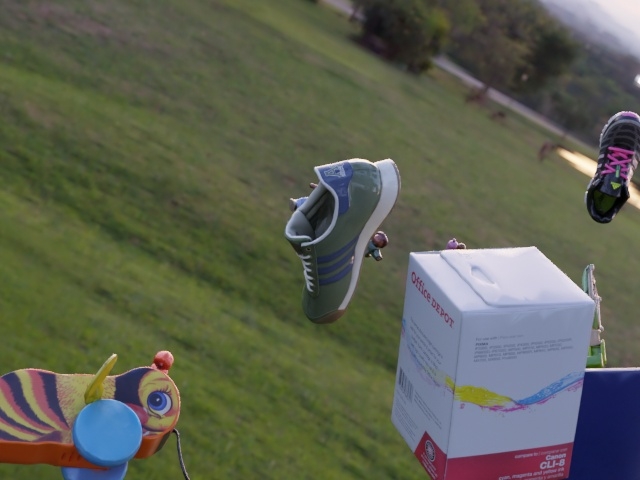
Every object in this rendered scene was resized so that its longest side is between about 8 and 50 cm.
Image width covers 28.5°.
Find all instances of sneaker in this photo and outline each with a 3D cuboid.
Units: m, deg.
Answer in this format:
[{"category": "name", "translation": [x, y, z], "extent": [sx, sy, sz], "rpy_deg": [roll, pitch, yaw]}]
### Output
[{"category": "sneaker", "translation": [0.410, -0.094, 1.751], "extent": [0.063, 0.170, 0.075], "rpy_deg": [14, 31, 1]}, {"category": "sneaker", "translation": [0.000, 0.000, 1.184], "extent": [0.086, 0.192, 0.064], "rpy_deg": [2, 40, -30]}]

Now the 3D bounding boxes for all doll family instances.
[{"category": "doll family", "translation": [0.035, -0.030, 2.035], "extent": [0.111, 0.076, 0.193], "rpy_deg": [-20, 67, -28]}]

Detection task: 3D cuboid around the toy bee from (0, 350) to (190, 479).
[{"category": "toy bee", "translation": [-0.220, 0.189, 1.339], "extent": [0.298, 0.195, 0.162], "rpy_deg": [31, 46, -28]}]

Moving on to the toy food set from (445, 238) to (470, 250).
[{"category": "toy food set", "translation": [0.218, 0.035, 2.042], "extent": [0.019, 0.078, 0.122], "rpy_deg": [6, -3, -13]}]

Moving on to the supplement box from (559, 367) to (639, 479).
[{"category": "supplement box", "translation": [0.364, 0.256, 1.406], "extent": [0.195, 0.194, 0.356], "rpy_deg": [-3, -13, 24]}]

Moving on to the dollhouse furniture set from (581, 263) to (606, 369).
[{"category": "dollhouse furniture set", "translation": [0.326, 0.111, 1.597], "extent": [0.076, 0.058, 0.152], "rpy_deg": [66, 23, -45]}]

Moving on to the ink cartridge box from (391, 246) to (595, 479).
[{"category": "ink cartridge box", "translation": [0.148, 0.108, 1.107], "extent": [0.127, 0.176, 0.128], "rpy_deg": [-4, 24, -17]}]
